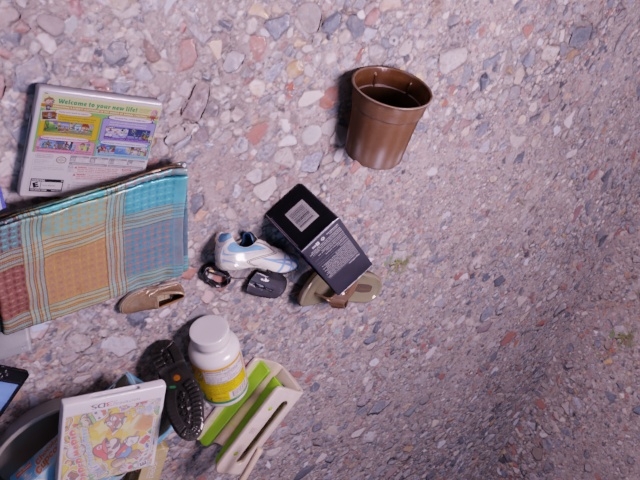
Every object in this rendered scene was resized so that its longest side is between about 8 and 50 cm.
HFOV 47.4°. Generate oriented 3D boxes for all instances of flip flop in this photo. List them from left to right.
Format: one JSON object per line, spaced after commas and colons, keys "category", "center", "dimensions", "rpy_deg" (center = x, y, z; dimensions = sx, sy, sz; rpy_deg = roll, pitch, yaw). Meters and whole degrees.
{"category": "flip flop", "center": [0.059, 0.127, 1.798], "dimensions": [0.277, 0.080, 0.112], "rpy_deg": [7, 118, -43]}

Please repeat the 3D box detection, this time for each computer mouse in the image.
{"category": "computer mouse", "center": [-0.162, 0.091, 1.613], "dimensions": [0.242, 0.041, 0.071], "rpy_deg": [12, 114, -44]}

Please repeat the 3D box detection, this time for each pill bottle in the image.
{"category": "pill bottle", "center": [-0.233, 0.269, 1.639], "dimensions": [0.117, 0.117, 0.208], "rpy_deg": [-26, 136, -21]}

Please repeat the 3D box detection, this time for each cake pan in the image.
{"category": "cake pan", "center": [-0.561, 0.446, 1.556], "dimensions": [0.293, 0.054, 0.293], "rpy_deg": [-23, 134, -25]}

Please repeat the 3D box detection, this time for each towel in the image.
{"category": "towel", "center": [-0.403, 0.018, 1.316], "dimensions": [0.370, 0.040, 0.271], "rpy_deg": [-22, 139, -32]}

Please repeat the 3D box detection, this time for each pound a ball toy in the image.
{"category": "pound a ball toy", "center": [-0.163, 0.481, 1.802], "dimensions": [0.135, 0.208, 0.319], "rpy_deg": [27, 102, -48]}

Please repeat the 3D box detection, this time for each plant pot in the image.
{"category": "plant pot", "center": [0.127, -0.246, 1.502], "dimensions": [0.167, 0.167, 0.165], "rpy_deg": [-14, 138, -32]}

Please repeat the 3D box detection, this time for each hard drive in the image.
{"category": "hard drive", "center": [-0.584, 0.159, 1.327], "dimensions": [0.094, 0.022, 0.135], "rpy_deg": [-17, 131, -29]}

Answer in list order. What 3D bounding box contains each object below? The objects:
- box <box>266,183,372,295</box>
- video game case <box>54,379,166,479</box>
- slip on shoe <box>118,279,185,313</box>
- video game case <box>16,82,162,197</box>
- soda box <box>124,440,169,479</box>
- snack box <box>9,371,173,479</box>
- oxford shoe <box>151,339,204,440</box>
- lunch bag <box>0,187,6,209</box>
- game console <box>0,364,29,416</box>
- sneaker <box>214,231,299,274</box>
{"category": "box", "center": [0.000, 0.000, 1.589], "dimensions": [0.108, 0.153, 0.207], "rpy_deg": [-42, 139, -4]}
{"category": "video game case", "center": [-0.425, 0.393, 1.473], "dimensions": [0.206, 0.026, 0.227], "rpy_deg": [-6, 123, -34]}
{"category": "slip on shoe", "center": [-0.342, 0.122, 1.485], "dimensions": [0.135, 0.041, 0.051], "rpy_deg": [-16, 131, -30]}
{"category": "video game case", "center": [-0.388, -0.160, 1.232], "dimensions": [0.212, 0.023, 0.193], "rpy_deg": [0, 122, -39]}
{"category": "soda box", "center": [-0.422, 0.550, 1.755], "dimensions": [0.061, 0.058, 0.181], "rpy_deg": [-1, 123, -39]}
{"category": "snack box", "center": [-0.464, 0.438, 1.541], "dimensions": [0.322, 0.060, 0.187], "rpy_deg": [-42, 138, -4]}
{"category": "oxford shoe", "center": [-0.295, 0.327, 1.556], "dimensions": [0.082, 0.227, 0.096], "rpy_deg": [-16, 147, -11]}
{"category": "lunch bag", "center": [-0.555, -0.094, 1.089], "dimensions": [0.129, 0.096, 0.151], "rpy_deg": [-22, 125, -25]}
{"category": "game console", "center": [-0.626, 0.312, 1.368], "dimensions": [0.144, 0.085, 0.124], "rpy_deg": [-53, 139, 9]}
{"category": "sneaker", "center": [-0.127, 0.028, 1.565], "dimensions": [0.237, 0.085, 0.086], "rpy_deg": [7, 91, -51]}
